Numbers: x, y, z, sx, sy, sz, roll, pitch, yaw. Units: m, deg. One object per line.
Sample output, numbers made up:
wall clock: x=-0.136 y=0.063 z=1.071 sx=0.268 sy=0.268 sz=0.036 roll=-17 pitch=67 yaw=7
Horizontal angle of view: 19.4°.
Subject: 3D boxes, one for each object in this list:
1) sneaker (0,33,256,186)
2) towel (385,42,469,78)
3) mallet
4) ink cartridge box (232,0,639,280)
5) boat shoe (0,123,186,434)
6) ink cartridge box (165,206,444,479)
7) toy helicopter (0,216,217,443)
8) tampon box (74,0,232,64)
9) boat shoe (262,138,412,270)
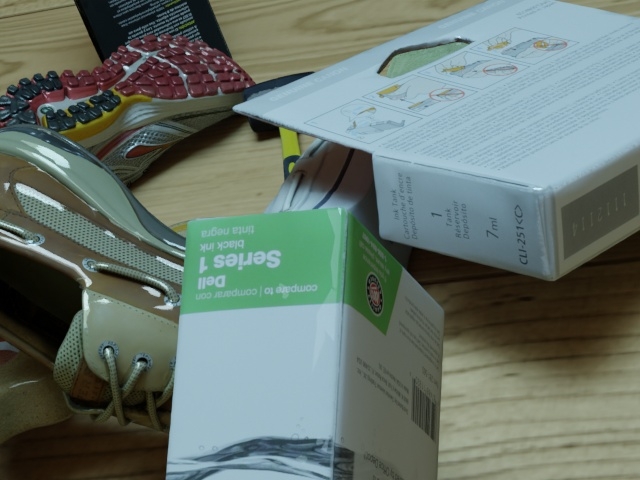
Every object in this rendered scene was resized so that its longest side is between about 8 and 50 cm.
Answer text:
sneaker: x=-0.152 y=-0.095 z=1.466 sx=0.225 sy=0.092 sz=0.088 roll=-18 pitch=47 yaw=-29
towel: x=0.117 y=-0.130 z=1.421 sx=0.148 sy=0.027 sz=0.110 roll=-8 pitch=34 yaw=21
mallet: x=-0.012 y=-0.066 z=1.397 sx=0.062 sy=0.039 sz=0.189 roll=-19 pitch=37 yaw=-2
ink cartridge box: x=0.137 y=-0.081 z=1.235 sx=0.261 sy=0.066 sz=0.296 roll=16 pitch=32 yaw=42
boat shoe: x=-0.108 y=0.059 z=1.095 sx=0.324 sy=0.122 sz=0.120 roll=32 pitch=43 yaw=18
ink cartridge box: x=-0.005 y=0.115 z=0.928 sx=0.093 sy=0.160 sz=0.219 roll=-4 pitch=68 yaw=21
toy helicopter: x=-0.206 y=0.068 z=1.253 sx=0.355 sy=0.140 sz=0.235 roll=-27 pitch=22 yaw=-29
tampon box: x=-0.159 y=-0.218 z=1.577 sx=0.101 sy=0.161 sz=0.120 roll=-25 pitch=32 yaw=-5
boat shoe: x=0.000 y=0.000 z=1.236 sx=0.088 sy=0.096 sz=0.267 roll=-12 pitch=34 yaw=27
